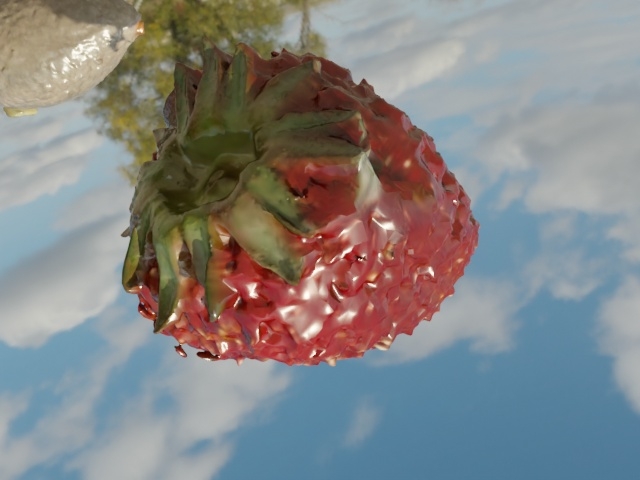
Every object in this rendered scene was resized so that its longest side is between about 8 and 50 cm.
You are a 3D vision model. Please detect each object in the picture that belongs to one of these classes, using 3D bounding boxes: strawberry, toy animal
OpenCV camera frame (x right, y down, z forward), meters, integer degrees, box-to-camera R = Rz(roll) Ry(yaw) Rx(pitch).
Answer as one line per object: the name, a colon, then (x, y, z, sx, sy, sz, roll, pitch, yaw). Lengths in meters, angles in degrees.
strawberry: (-0.002, 0.001, 0.715, 0.292, 0.343, 0.292, -17, -122, 29)
toy animal: (-0.436, -0.306, 1.234, 0.358, 0.188, 0.226, 1, -116, 25)

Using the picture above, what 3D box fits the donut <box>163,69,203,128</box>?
donut: (-0.154, -0.167, 1.188, 0.141, 0.085, 0.217, -22, 158, -6)
